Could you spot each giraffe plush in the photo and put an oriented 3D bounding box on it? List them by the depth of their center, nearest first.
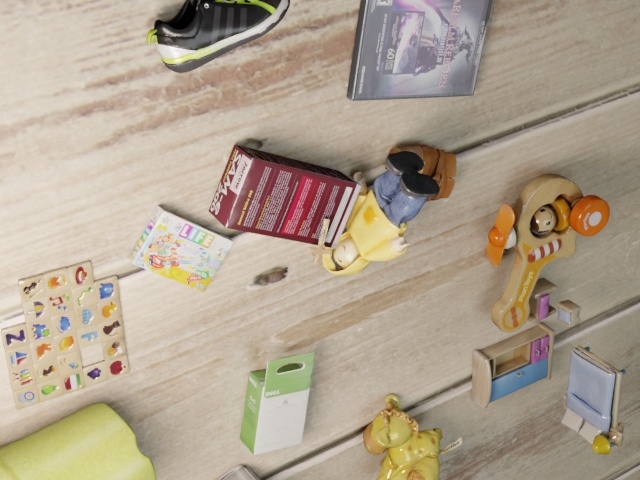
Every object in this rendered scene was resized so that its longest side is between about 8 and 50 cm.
[{"bbox_3d":[0.164,0.428,2.120,0.210,0.181,0.170,-43,110,6],"label":"giraffe plush"}]

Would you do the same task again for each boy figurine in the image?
[{"bbox_3d":[0.094,-0.039,1.814,0.092,0.177,0.285,-7,149,-40],"label":"boy figurine"}]

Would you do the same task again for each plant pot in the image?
[{"bbox_3d":[-0.419,0.406,1.655,0.254,0.276,0.276,-33,129,-29],"label":"plant pot"}]

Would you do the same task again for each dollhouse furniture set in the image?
[{"bbox_3d":[0.499,0.291,2.163,0.198,0.303,0.286,-20,124,-26],"label":"dollhouse furniture set"}]

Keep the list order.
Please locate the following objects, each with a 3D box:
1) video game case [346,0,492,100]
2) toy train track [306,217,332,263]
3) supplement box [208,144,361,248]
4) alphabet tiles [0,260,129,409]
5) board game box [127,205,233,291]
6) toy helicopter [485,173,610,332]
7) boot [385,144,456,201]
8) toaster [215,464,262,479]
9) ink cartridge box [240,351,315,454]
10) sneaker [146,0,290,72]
[{"bbox_3d":[0.178,-0.347,1.788,0.274,0.026,0.196,-7,118,-30],"label":"video game case"},{"bbox_3d":[0.000,0.000,1.767,0.048,0.014,0.083,6,108,-29],"label":"toy train track"},{"bbox_3d":[-0.059,-0.072,1.742,0.239,0.073,0.130,12,107,-39],"label":"supplement box"},{"bbox_3d":[-0.420,0.151,1.661,0.198,0.009,0.237,-16,122,-26],"label":"alphabet tiles"},{"bbox_3d":[-0.234,0.016,1.702,0.154,0.026,0.103,25,98,-40],"label":"board game box"},{"bbox_3d":[0.424,0.030,2.086,0.235,0.140,0.355,4,113,-32],"label":"toy helicopter"},{"bbox_3d":[0.179,-0.083,1.901,0.152,0.073,0.197,0,117,-39],"label":"boot"},{"bbox_3d":[-0.134,0.541,1.971,0.129,0.146,0.227,-36,130,-14],"label":"toaster"},{"bbox_3d":[-0.082,0.298,1.932,0.109,0.062,0.209,-6,117,-32],"label":"ink cartridge box"},{"bbox_3d":[-0.151,-0.342,1.529,0.235,0.084,0.097,-34,127,-14],"label":"sneaker"}]
